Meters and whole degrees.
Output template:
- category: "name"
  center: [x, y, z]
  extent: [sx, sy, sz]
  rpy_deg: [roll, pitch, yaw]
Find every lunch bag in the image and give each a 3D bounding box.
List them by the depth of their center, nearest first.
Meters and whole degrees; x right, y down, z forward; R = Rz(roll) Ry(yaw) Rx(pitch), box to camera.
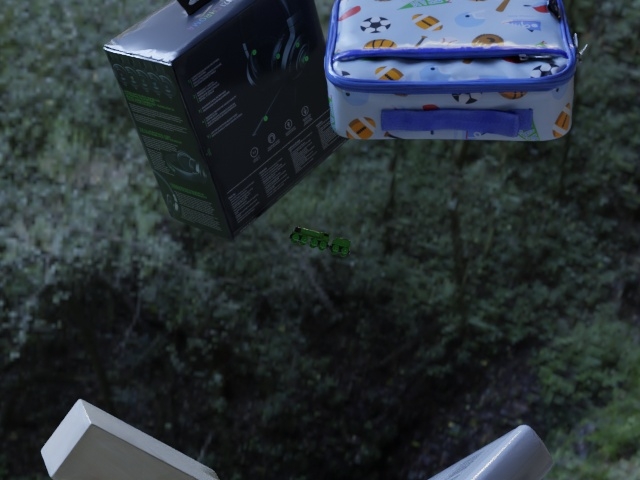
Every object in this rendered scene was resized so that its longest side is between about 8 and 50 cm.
- category: "lunch bag"
  center: [0.158, -0.209, 1.367]
  extent: [0.303, 0.115, 0.243]
  rpy_deg: [0, 39, 7]

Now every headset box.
- category: "headset box"
  center: [-0.112, -0.192, 1.469]
  extent: [0.131, 0.283, 0.246]
  rpy_deg: [19, 51, 38]

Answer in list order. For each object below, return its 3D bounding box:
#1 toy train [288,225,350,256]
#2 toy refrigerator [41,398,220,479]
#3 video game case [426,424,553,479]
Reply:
- category: "toy train"
  center: [0.000, 0.000, 1.507]
  extent: [0.083, 0.017, 0.024]
  rpy_deg: [16, 69, -6]
- category: "toy refrigerator"
  center: [-0.280, 0.353, 1.763]
  extent: [0.269, 0.102, 0.094]
  rpy_deg: [35, 3, -30]
- category: "video game case"
  center: [-0.040, 0.241, 0.664]
  extent: [0.036, 0.300, 0.329]
  rpy_deg: [55, 33, 6]
